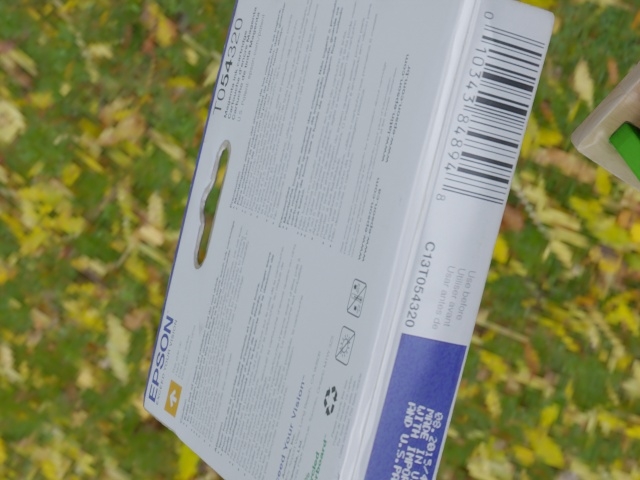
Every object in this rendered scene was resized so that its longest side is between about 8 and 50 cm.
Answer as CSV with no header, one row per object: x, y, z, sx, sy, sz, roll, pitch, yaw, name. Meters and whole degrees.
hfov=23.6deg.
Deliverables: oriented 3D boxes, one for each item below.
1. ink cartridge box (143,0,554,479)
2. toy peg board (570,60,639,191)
0.000,0.000,0.970,0.071,0.324,0.330,12,-175,-25,ink cartridge box
0.296,-0.077,1.090,0.161,0.079,0.161,27,114,-36,toy peg board
